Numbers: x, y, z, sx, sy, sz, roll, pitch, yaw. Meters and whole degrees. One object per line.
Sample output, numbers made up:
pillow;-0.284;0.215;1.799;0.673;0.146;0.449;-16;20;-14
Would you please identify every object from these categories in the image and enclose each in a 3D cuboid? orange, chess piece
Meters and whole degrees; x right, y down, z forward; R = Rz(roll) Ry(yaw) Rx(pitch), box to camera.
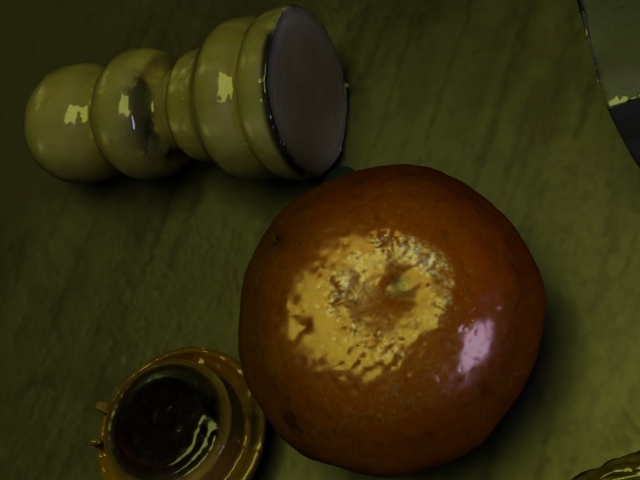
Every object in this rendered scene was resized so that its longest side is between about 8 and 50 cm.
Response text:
orange;0.050;0.058;1.261;0.224;0.170;0.224;0;77;2
chess piece;-0.122;-0.106;1.424;0.261;0.143;0.142;-5;67;25

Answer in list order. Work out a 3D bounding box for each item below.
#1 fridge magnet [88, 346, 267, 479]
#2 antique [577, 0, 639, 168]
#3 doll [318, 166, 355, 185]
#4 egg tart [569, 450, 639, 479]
fridge magnet;-0.108;0.147;1.349;0.143;0.063;0.143;-10;62;21
antique;0.268;-0.153;1.268;0.147;0.148;0.152;-17;64;16
doll;0.000;0.000;1.389;0.037;0.027;0.125;17;79;28
egg tart;0.229;0.253;1.129;0.294;0.123;0.294;-10;66;22
